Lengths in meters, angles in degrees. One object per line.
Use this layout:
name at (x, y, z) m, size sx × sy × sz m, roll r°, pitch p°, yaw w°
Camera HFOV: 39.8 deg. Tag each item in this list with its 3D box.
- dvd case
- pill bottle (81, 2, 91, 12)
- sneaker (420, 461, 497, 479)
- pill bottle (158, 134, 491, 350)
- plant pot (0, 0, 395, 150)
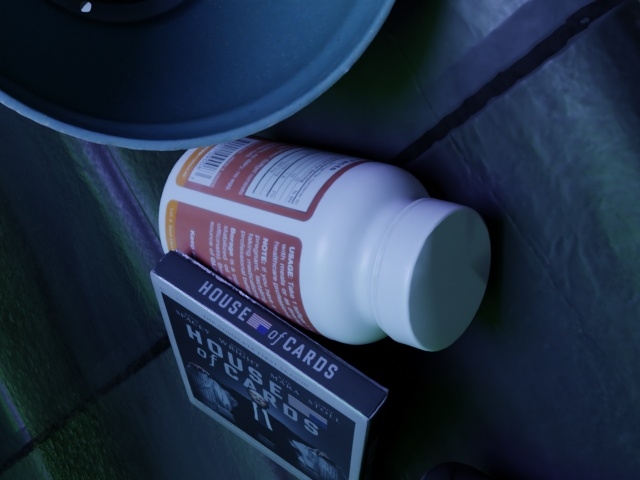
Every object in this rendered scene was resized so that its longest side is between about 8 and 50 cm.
dvd case at (-0.036, 0.118, 0.664) m, size 0.179 × 0.030 × 0.239 m, roll 31°, pitch 154°, yaw 17°
pill bottle at (-0.127, -0.147, 0.693) m, size 0.137 × 0.078 × 0.078 m, roll 26°, pitch 124°, yaw 35°
sneaker at (0.194, 0.203, 0.536) m, size 0.283 × 0.107 × 0.124 m, roll 33°, pitch 114°, yaw 26°
pill bottle at (0.000, 0.000, 0.601) m, size 0.216 × 0.121 × 0.121 m, roll 17°, pitch 119°, yaw 39°
plant pot at (-0.111, -0.215, 0.530) m, size 0.196 × 0.293 × 0.293 m, roll -144°, pitch 44°, yaw -65°
